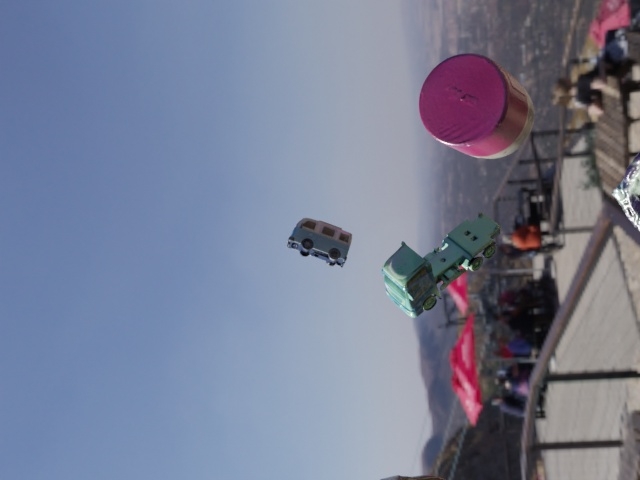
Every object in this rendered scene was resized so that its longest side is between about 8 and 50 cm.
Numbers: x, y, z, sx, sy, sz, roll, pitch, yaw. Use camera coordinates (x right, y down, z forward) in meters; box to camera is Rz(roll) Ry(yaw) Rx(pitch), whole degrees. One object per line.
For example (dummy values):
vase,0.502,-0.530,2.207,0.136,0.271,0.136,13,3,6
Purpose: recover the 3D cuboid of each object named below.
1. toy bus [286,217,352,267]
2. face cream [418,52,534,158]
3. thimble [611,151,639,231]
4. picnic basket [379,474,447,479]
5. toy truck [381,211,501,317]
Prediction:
toy bus,0.000,0.000,1.586,0.060,0.123,0.075,111,180,-72
face cream,0.301,-0.249,1.504,0.195,0.175,0.175,4,-98,-60
thimble,0.653,-0.097,1.397,0.150,0.237,0.237,-30,-56,-41
picnic basket,0.126,0.462,1.056,0.337,0.337,0.293,55,-151,-78
toy truck,0.162,0.018,1.043,0.067,0.175,0.081,43,164,39
